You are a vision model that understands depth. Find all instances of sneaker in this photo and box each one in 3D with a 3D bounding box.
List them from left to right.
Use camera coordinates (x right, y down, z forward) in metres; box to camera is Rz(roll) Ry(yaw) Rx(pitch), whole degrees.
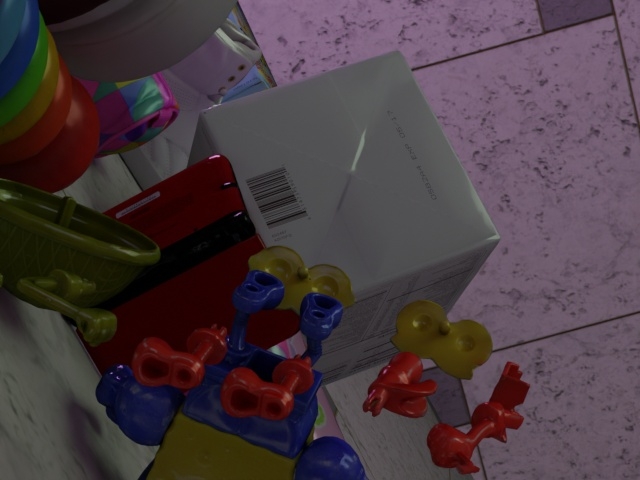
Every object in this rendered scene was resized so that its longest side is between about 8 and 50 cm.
[{"bbox_3d":[-0.119,-0.124,1.553,0.292,0.169,0.108,59,4,-39],"label":"sneaker"}]

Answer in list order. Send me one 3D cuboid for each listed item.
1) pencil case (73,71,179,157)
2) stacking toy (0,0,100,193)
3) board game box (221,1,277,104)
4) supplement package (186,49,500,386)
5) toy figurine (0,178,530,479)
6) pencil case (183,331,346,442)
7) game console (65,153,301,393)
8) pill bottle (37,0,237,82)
[{"bbox_3d":[-0.212,-0.191,1.376,0.236,0.104,0.104,63,6,2],"label":"pencil case"},{"bbox_3d":[-0.207,-0.112,0.920,0.141,0.141,0.330,64,2,18],"label":"stacking toy"},{"bbox_3d":[-0.151,-0.222,1.850,0.275,0.144,0.142,66,6,32],"label":"board game box"},{"bbox_3d":[0.000,0.000,1.401,0.199,0.198,0.262,64,-21,18],"label":"supplement package"},{"bbox_3d":[-0.083,0.125,0.928,0.362,0.217,0.191,20,22,4],"label":"toy figurine"},{"bbox_3d":[-0.064,0.105,1.187,0.284,0.124,0.124,67,7,24],"label":"pencil case"},{"bbox_3d":[-0.101,0.029,1.086,0.085,0.144,0.124,59,6,-40],"label":"game console"},{"bbox_3d":[-0.203,-0.269,0.974,0.224,0.224,0.392,65,10,29],"label":"pill bottle"}]
